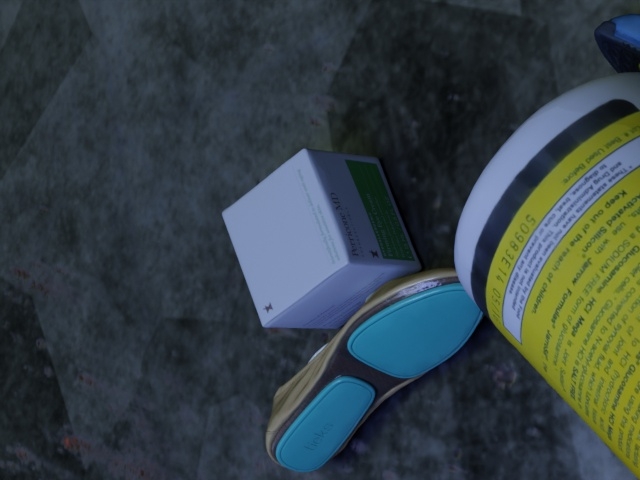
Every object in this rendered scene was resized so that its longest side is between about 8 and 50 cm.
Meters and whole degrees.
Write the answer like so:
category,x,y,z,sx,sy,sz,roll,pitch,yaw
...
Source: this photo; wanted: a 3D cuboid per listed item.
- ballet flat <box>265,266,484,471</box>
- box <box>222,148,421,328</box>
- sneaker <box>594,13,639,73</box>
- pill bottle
category,x,y,z,sx,sy,sz,roll,pitch,yaw
ballet flat,0.034,0.078,1.440,0.232,0.080,0.073,-44,29,30
box,0.000,0.000,1.463,0.102,0.087,0.101,-37,63,36
sneaker,0.265,-0.116,1.247,0.082,0.069,0.209,-50,38,-11
pill bottle,0.244,0.066,1.158,0.334,0.188,0.188,49,119,35
